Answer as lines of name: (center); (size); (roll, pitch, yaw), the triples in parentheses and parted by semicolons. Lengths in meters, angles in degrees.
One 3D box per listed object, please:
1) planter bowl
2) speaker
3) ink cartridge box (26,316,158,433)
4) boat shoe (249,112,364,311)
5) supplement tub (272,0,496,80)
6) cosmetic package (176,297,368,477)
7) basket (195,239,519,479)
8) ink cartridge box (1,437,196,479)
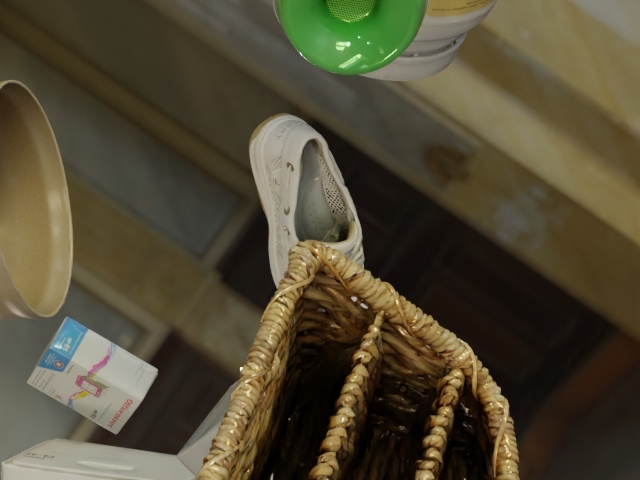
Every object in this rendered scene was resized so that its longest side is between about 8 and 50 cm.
planter bowl: (-0.245, -0.020, 1.346); (0.162, 0.109, 0.162); (-9, -90, -78)
speaker: (0.027, -0.246, 1.680); (0.131, 0.131, 0.296); (-56, 14, 24)
ink cartridge box: (-0.257, 0.154, 2.249); (0.088, 0.122, 0.052); (-52, 11, 49)
boat shoe: (0.000, 0.000, 2.147); (0.098, 0.277, 0.096); (-30, 28, -22)
supplement tub: (0.091, -0.350, 1.974); (0.241, 0.241, 0.331); (-55, -11, -51)
cosmetic package: (-0.027, 0.152, 1.858); (0.231, 0.085, 0.117); (-38, 10, 44)
basket: (0.032, 0.192, 1.388); (0.223, 0.213, 0.299); (97, -168, -50)
ink cartridge box: (-0.231, 0.390, 2.205); (0.131, 0.226, 0.306); (-20, -65, -72)
